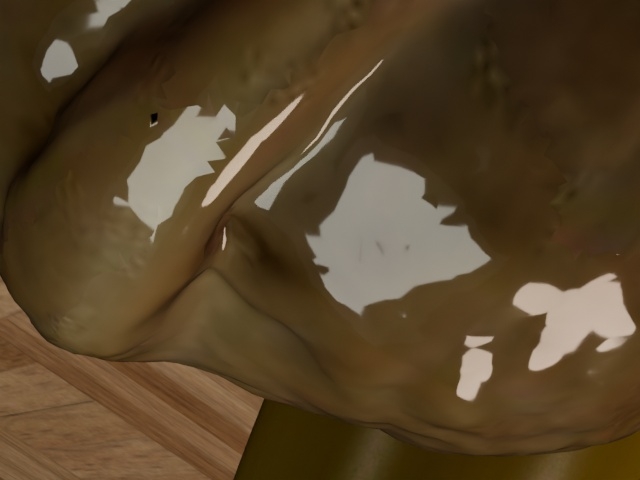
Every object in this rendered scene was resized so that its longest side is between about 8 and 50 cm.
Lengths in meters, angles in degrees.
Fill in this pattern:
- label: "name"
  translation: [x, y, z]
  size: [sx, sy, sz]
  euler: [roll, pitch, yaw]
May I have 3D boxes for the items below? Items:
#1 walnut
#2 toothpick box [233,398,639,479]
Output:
- label: "walnut"
  translation: [0.021, -0.074, 0.449]
  size: [0.296, 0.285, 0.285]
  euler: [52, 155, 0]
- label: "toothpick box"
  translation: [0.069, 0.060, 0.650]
  size: [0.175, 0.271, 0.175]
  euler: [24, 156, 11]
